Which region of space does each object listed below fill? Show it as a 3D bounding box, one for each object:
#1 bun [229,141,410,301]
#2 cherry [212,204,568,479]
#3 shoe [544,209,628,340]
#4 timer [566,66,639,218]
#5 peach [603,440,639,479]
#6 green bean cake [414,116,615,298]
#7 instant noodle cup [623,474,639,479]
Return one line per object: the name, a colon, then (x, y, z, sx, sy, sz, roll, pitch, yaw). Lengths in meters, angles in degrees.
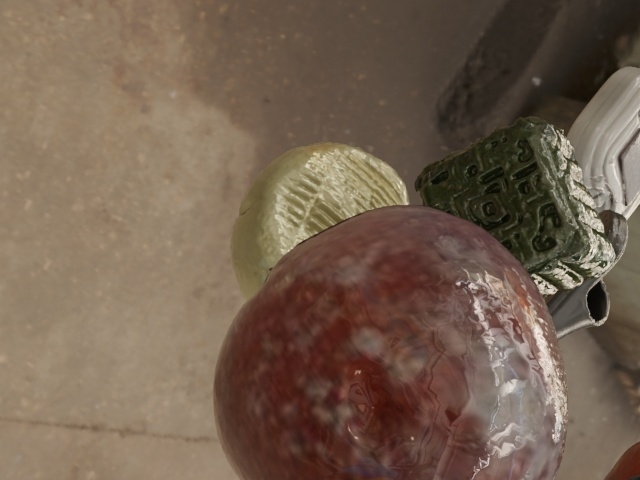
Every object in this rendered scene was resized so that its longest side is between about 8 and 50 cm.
bun: (0.000, 0.000, 0.963, 0.164, 0.111, 0.188, 35, 58, -15)
cherry: (0.046, 0.092, 0.745, 0.213, 0.285, 0.236, 20, 105, -43)
shoe: (0.326, 0.066, 1.362, 0.241, 0.093, 0.108, -58, -172, 46)
timer: (0.498, -0.143, 1.832, 0.237, 0.087, 0.262, -51, 143, -20)
peach: (0.533, 0.419, 1.710, 0.232, 0.256, 0.232, -6, 90, -75)
green bean cake: (0.204, -0.025, 1.186, 0.094, 0.173, 0.181, 16, 55, -55)
instant noodle cup: (0.247, 0.306, 0.735, 0.181, 0.302, 0.258, -23, 106, -57)
